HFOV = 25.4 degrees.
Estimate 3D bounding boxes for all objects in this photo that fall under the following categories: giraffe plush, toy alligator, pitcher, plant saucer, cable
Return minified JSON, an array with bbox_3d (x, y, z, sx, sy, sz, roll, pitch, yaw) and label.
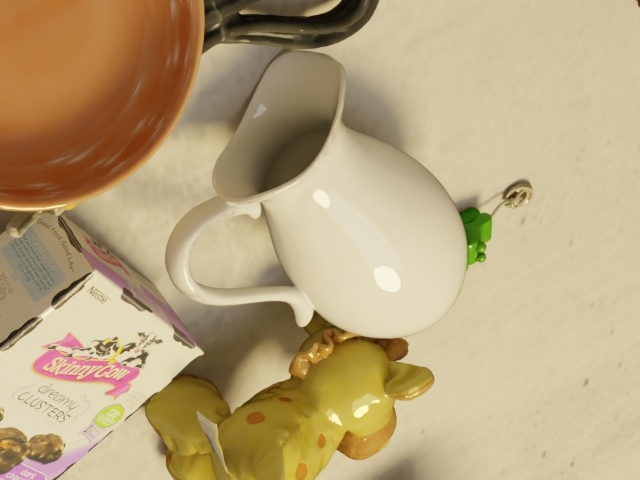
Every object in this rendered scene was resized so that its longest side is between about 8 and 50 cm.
[{"bbox_3d":[-0.013,0.132,1.059,0.170,0.181,0.210,-37,160,-23],"label":"giraffe plush"},{"bbox_3d":[0.103,0.007,1.114,0.189,0.051,0.056,-24,139,-19],"label":"toy alligator"},{"bbox_3d":[0.000,0.000,0.965,0.178,0.125,0.207,-48,134,-5],"label":"pitcher"},{"bbox_3d":[-0.156,-0.116,0.742,0.200,0.037,0.200,-4,98,-32],"label":"plant saucer"},{"bbox_3d":[-0.096,-0.126,0.847,0.287,0.072,0.139,-37,125,-24],"label":"cable"}]

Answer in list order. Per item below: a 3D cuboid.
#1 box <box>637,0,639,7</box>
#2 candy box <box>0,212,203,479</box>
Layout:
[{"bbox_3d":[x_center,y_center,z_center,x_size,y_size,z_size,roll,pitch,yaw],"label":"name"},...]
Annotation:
[{"bbox_3d":[0.303,-0.270,0.901,0.143,0.191,0.381,-31,140,-11],"label":"box"},{"bbox_3d":[-0.196,0.087,0.919,0.196,0.070,0.165,-40,149,1],"label":"candy box"}]
